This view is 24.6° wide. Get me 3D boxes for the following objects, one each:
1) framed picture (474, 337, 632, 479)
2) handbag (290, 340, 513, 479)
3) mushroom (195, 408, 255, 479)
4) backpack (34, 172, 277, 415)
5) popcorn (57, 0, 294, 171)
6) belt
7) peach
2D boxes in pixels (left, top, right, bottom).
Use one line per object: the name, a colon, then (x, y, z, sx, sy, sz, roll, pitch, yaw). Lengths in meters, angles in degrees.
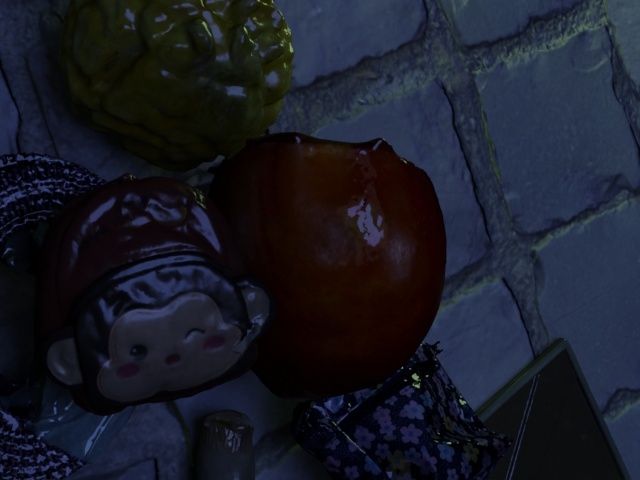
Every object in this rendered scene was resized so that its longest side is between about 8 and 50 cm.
framed picture: (0.257, 0.306, 1.860, 0.324, 0.020, 0.240, -38, 109, -31)
handbag: (0.083, 0.221, 1.642, 0.208, 0.127, 0.228, 48, 46, 13)
mushroom: (-0.079, 0.318, 1.577, 0.096, 0.099, 0.278, -20, 96, -40)
backpack: (-0.163, 0.044, 1.363, 0.229, 0.139, 0.229, -3, 99, -21)
popcorn: (-0.144, -0.199, 1.499, 0.249, 0.249, 0.225, 16, 49, -34)
belt: (-0.284, 0.082, 1.428, 0.260, 0.122, 0.325, 18, 77, -29)
peach: (0.000, 0.000, 1.512, 0.281, 0.281, 0.338, -36, 141, -31)
